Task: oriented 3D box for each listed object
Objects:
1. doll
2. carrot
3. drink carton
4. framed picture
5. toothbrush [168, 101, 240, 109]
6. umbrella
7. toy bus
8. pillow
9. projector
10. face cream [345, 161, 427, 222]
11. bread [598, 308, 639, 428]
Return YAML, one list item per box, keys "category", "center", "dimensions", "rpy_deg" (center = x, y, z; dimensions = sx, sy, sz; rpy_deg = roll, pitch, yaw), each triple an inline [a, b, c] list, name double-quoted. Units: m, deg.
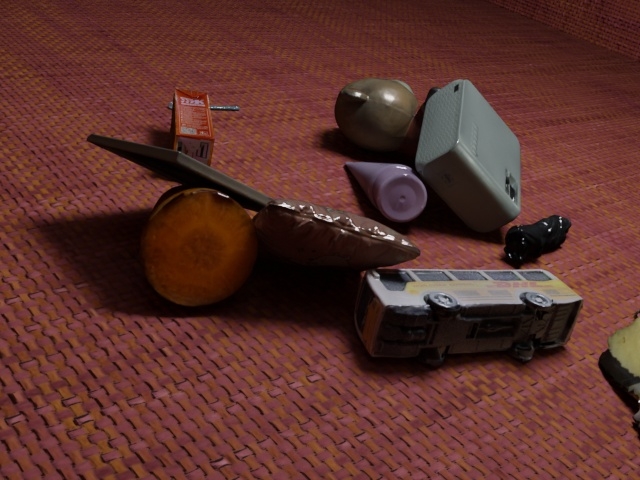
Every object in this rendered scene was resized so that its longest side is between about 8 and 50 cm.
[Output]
- category: "doll"
  center: [0.188, -0.245, 1.672]
  dimensions: [0.330, 0.174, 0.235]
  rpy_deg: [19, -4, 4]
- category: "carrot"
  center: [-0.192, -0.018, 1.121]
  dimensions: [0.159, 0.159, 0.225]
  rpy_deg: [2, 16, -20]
- category: "drink carton"
  center: [-0.245, -0.199, 1.456]
  dimensions: [0.071, 0.096, 0.223]
  rpy_deg: [5, 29, -14]
- category: "framed picture"
  center: [-0.179, -0.090, 1.176]
  dimensions: [0.213, 0.016, 0.289]
  rpy_deg: [16, -6, 39]
- category: "toothbrush"
  center: [-0.255, -0.296, 1.714]
  dimensions: [0.167, 0.014, 0.011]
  rpy_deg: [-4, 24, -29]
- category: "umbrella"
  center: [0.412, -0.014, 1.446]
  dimensions: [0.059, 0.066, 0.236]
  rpy_deg: [26, 27, 33]
- category: "toy bus"
  center: [0.215, 0.099, 1.120]
  dimensions: [0.343, 0.097, 0.138]
  rpy_deg: [1, 29, -23]
- category: "pillow"
  center: [0.000, 0.000, 1.141]
  dimensions: [0.236, 0.084, 0.223]
  rpy_deg: [14, -12, -14]
- category: "projector"
  center: [0.286, -0.161, 1.483]
  dimensions: [0.198, 0.108, 0.250]
  rpy_deg: [43, 38, -24]
- category: "face cream"
  center: [0.136, -0.111, 1.492]
  dimensions: [0.154, 0.096, 0.274]
  rpy_deg: [6, 16, -7]
- category: "bread"
  center: [0.588, 0.115, 1.029]
  dimensions: [0.242, 0.404, 0.345]
  rpy_deg: [19, 15, -13]
